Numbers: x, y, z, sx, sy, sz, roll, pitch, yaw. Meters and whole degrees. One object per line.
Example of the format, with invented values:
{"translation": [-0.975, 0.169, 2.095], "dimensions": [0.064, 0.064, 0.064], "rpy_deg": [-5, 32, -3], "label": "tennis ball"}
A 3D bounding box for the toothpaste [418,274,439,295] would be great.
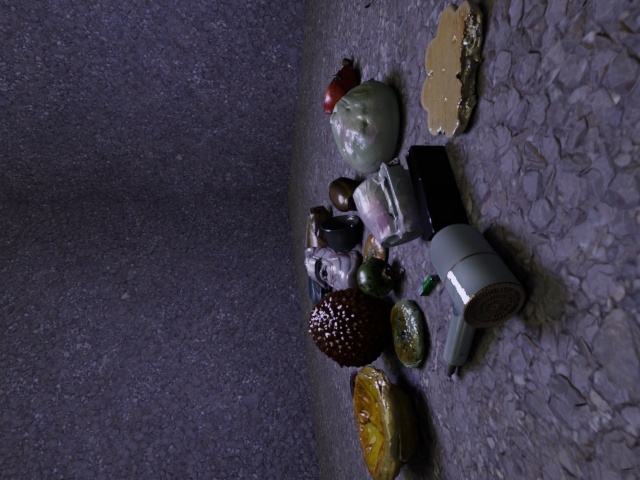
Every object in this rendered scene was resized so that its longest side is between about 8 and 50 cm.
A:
{"translation": [0.260, 0.109, 0.967], "dimensions": [0.083, 0.020, 0.017], "rpy_deg": [103, 163, -55], "label": "toothpaste"}

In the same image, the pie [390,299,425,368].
{"translation": [0.233, 0.250, 1.082], "dimensions": [0.187, 0.041, 0.186], "rpy_deg": [179, 90, -79], "label": "pie"}

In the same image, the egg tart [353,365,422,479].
{"translation": [0.187, 0.516, 1.139], "dimensions": [0.341, 0.132, 0.341], "rpy_deg": [177, 90, -80], "label": "egg tart"}

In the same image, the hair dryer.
{"translation": [0.267, 0.154, 0.777], "dimensions": [0.173, 0.108, 0.357], "rpy_deg": [-102, 8, -52], "label": "hair dryer"}

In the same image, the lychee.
{"translation": [0.087, 0.271, 1.279], "dimensions": [0.267, 0.268, 0.267], "rpy_deg": [178, 90, -79], "label": "lychee"}

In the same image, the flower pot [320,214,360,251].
{"translation": [0.085, -0.025, 1.569], "dimensions": [0.157, 0.158, 0.106], "rpy_deg": [-115, 14, -65], "label": "flower pot"}

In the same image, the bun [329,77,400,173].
{"translation": [0.118, -0.339, 1.213], "dimensions": [0.283, 0.179, 0.283], "rpy_deg": [175, 90, -78], "label": "bun"}

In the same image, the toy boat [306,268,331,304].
{"translation": [-0.006, 0.224, 2.139], "dimensions": [0.114, 0.122, 0.295], "rpy_deg": [94, 169, -61], "label": "toy boat"}

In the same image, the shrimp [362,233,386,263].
{"translation": [0.176, 0.061, 1.339], "dimensions": [0.217, 0.051, 0.115], "rpy_deg": [103, 160, -47], "label": "shrimp"}

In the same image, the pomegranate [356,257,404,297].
{"translation": [0.178, 0.106, 1.183], "dimensions": [0.161, 0.122, 0.122], "rpy_deg": [-26, 64, 53], "label": "pomegranate"}

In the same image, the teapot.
{"translation": [0.192, -0.082, 0.968], "dimensions": [0.221, 0.163, 0.178], "rpy_deg": [-47, 56, 57], "label": "teapot"}

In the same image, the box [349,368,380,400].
{"translation": [0.166, 0.523, 1.432], "dimensions": [0.224, 0.069, 0.120], "rpy_deg": [122, 145, -69], "label": "box"}

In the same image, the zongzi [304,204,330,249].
{"translation": [0.000, 0.000, 2.021], "dimensions": [0.288, 0.134, 0.285], "rpy_deg": [-105, 14, -53], "label": "zongzi"}

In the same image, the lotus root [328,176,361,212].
{"translation": [0.097, -0.174, 1.502], "dimensions": [0.241, 0.124, 0.122], "rpy_deg": [-126, 25, -72], "label": "lotus root"}

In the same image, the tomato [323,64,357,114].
{"translation": [0.095, -0.561, 1.538], "dimensions": [0.189, 0.099, 0.173], "rpy_deg": [-54, -15, -17], "label": "tomato"}

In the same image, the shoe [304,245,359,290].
{"translation": [0.045, 0.121, 1.643], "dimensions": [0.351, 0.198, 0.171], "rpy_deg": [-133, 41, -76], "label": "shoe"}

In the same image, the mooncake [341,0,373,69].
{"translation": [0.122, -0.739, 1.440], "dimensions": [0.347, 0.057, 0.150], "rpy_deg": [161, 123, -84], "label": "mooncake"}

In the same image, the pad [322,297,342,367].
{"translation": [0.069, 0.410, 1.923], "dimensions": [0.375, 0.063, 0.314], "rpy_deg": [88, 160, -55], "label": "pad"}

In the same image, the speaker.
{"translation": [0.243, -0.104, 0.850], "dimensions": [0.044, 0.082, 0.218], "rpy_deg": [107, 157, -61], "label": "speaker"}

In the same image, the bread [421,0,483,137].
{"translation": [0.262, -0.341, 0.818], "dimensions": [0.182, 0.039, 0.250], "rpy_deg": [-120, 30, -70], "label": "bread"}
